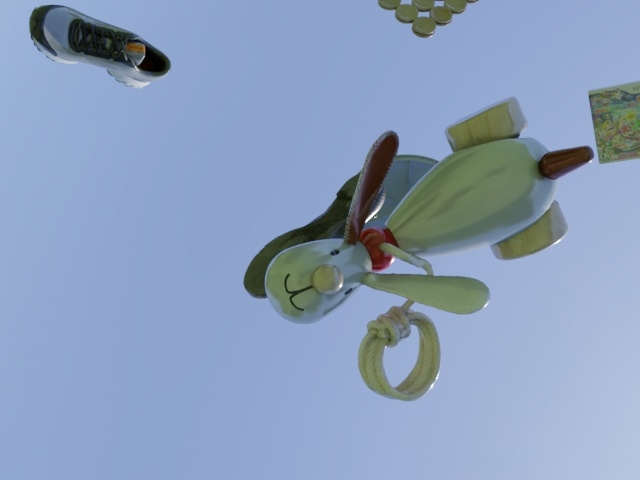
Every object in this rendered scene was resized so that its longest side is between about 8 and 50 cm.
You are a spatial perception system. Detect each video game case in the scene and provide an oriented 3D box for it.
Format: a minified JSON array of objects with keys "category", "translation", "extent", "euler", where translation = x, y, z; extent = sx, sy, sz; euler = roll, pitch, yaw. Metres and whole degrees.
[{"category":"video game case","translation":[0.469,-0.182,1.051],"extent":[0.087,0.122,0.011],"euler":[-6,-156,29]}]

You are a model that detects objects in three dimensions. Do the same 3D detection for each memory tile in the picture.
[{"category":"memory tile","translation":[0.173,-0.380,1.067],"extent":[0.148,0.012,0.113],"euler":[-39,-112,-22]}]

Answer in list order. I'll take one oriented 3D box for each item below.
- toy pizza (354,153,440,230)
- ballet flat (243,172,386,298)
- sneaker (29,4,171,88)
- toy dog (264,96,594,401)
[{"category":"toy pizza","translation":[0.142,-0.062,1.105],"extent":[0.201,0.201,0.032],"euler":[-24,-146,29]},{"category":"ballet flat","translation":[0.000,0.000,0.911],"extent":[0.084,0.058,0.250],"euler":[28,-121,35]},{"category":"sneaker","translation":[-0.387,-0.353,1.216],"extent":[0.108,0.272,0.100],"euler":[4,-94,39]},{"category":"toy dog","translation":[0.124,-0.018,0.631],"extent":[0.333,0.220,0.161],"euler":[-49,-169,-20]}]
